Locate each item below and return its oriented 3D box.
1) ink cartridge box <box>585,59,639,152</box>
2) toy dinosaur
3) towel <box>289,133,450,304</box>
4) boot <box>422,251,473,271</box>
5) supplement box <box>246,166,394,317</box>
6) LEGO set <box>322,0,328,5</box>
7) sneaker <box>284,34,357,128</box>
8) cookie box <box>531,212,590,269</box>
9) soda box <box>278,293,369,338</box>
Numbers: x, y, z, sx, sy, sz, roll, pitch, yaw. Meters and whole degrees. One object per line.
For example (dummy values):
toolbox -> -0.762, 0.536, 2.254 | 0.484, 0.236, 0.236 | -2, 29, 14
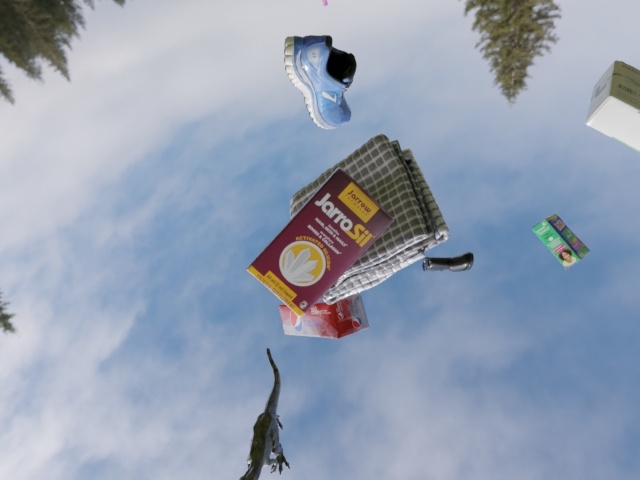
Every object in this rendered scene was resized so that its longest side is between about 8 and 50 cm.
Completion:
ink cartridge box -> 0.752, -0.331, 1.033 | 0.153, 0.087, 0.208 | 32, -126, 8
toy dinosaur -> -0.093, 0.342, 0.761 | 0.063, 0.118, 0.268 | -5, -137, 12
towel -> 0.072, -0.038, 0.803 | 0.283, 0.121, 0.235 | -32, -127, 28
boot -> 0.321, 0.056, 1.083 | 0.099, 0.121, 0.045 | 4, -106, -6
supplement box -> 0.000, 0.000, 0.599 | 0.188, 0.104, 0.081 | -47, -175, 9
LEGO set -> 0.078, -0.543, 0.823 | 0.227, 0.093, 0.087 | -19, -108, 12
sneaker -> 0.030, -0.397, 1.092 | 0.147, 0.330, 0.130 | -3, -105, 19
cookie box -> 0.509, -0.001, 0.898 | 0.091, 0.040, 0.107 | -15, -116, -47
soda box -> -0.002, 0.184, 1.040 | 0.092, 0.084, 0.263 | -11, 177, -33
